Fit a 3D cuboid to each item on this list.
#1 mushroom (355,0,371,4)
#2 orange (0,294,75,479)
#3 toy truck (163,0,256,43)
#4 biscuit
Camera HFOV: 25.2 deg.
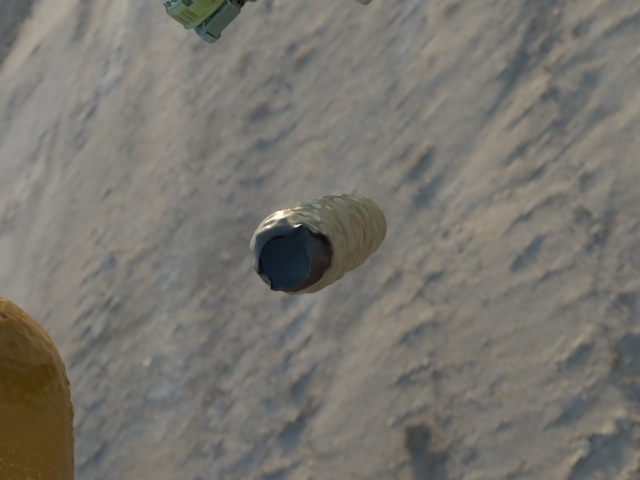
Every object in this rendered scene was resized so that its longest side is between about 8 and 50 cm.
[{"bbox_3d":[0.007,-0.315,1.279,0.254,0.234,0.260,-42,39,6],"label":"mushroom"},{"bbox_3d":[-0.262,0.124,0.857,0.236,0.236,0.236,-40,25,23],"label":"orange"},{"bbox_3d":[-0.139,-0.308,1.547,0.085,0.116,0.191,-38,45,28],"label":"toy truck"},{"bbox_3d":[0.000,0.000,0.930,0.061,0.055,0.219,-13,2,13],"label":"biscuit"}]
